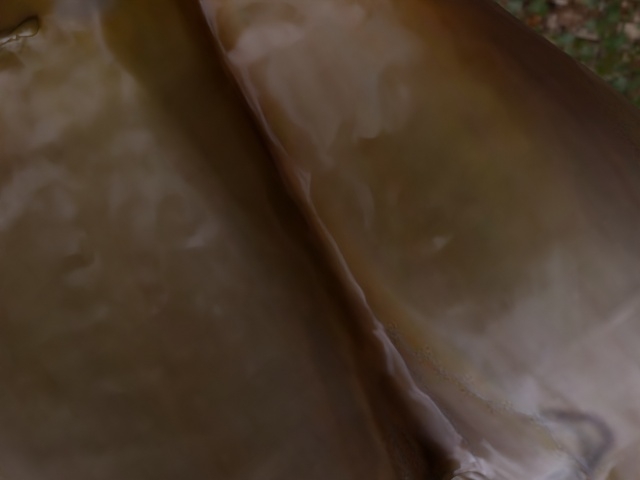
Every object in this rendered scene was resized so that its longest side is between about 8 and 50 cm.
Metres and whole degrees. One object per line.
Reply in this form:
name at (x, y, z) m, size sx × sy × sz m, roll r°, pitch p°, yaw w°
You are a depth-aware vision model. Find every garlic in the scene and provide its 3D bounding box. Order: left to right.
garlic at (0.000, 0.000, 0.448) m, size 0.313 × 0.286 × 0.249 m, roll 53°, pitch 145°, yaw -4°
